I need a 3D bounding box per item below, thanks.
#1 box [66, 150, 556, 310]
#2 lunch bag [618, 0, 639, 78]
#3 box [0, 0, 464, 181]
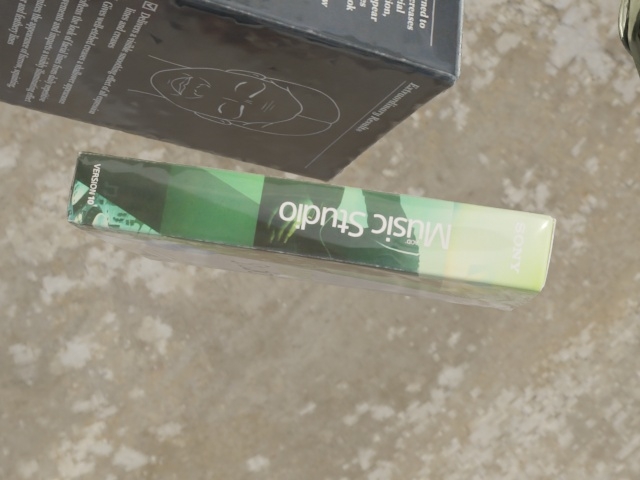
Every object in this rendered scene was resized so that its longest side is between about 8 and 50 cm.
[{"bbox_3d":[0.000,0.000,0.820,0.322,0.232,0.058,7,84,6],"label":"box"},{"bbox_3d":[0.414,-0.180,0.993,0.235,0.287,0.169,19,130,-17],"label":"lunch bag"},{"bbox_3d":[-0.102,-0.234,1.022,0.395,0.212,0.293,14,160,-20],"label":"box"}]
